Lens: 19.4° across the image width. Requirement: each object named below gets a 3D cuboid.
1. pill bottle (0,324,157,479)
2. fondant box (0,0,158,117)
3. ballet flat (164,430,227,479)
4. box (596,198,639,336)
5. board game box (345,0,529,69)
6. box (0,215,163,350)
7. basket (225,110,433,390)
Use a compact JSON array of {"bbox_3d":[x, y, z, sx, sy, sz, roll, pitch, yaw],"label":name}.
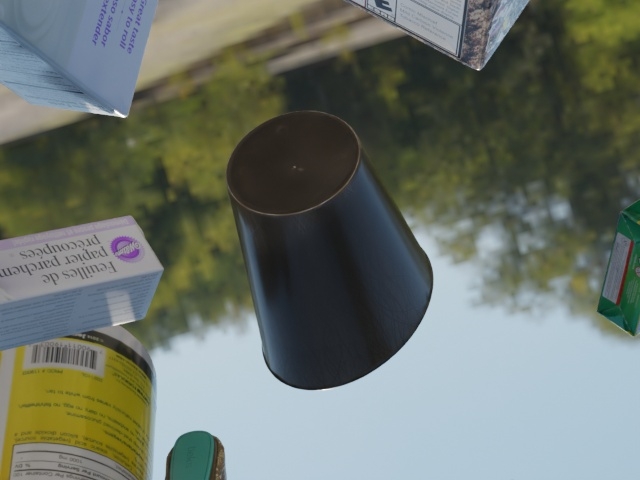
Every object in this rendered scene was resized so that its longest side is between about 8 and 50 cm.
[{"bbox_3d":[-0.249,0.242,1.722,0.188,0.188,0.334,-16,-136,15],"label":"pill bottle"},{"bbox_3d":[-0.215,-0.255,1.319,0.096,0.238,0.330,9,168,22],"label":"fondant box"},{"bbox_3d":[-0.115,0.258,1.662,0.073,0.067,0.206,-4,-144,15],"label":"ballet flat"},{"bbox_3d":[0.289,-0.011,1.437,0.179,0.105,0.043,-28,-129,-35],"label":"box"},{"bbox_3d":[0.040,-0.275,1.095,0.141,0.232,0.291,-55,165,-23],"label":"board game box"},{"bbox_3d":[-0.277,0.049,1.434,0.324,0.063,0.067,-13,144,-34],"label":"box"},{"bbox_3d":[0.000,0.000,1.776,0.154,0.227,0.204,25,-117,33],"label":"basket"}]
